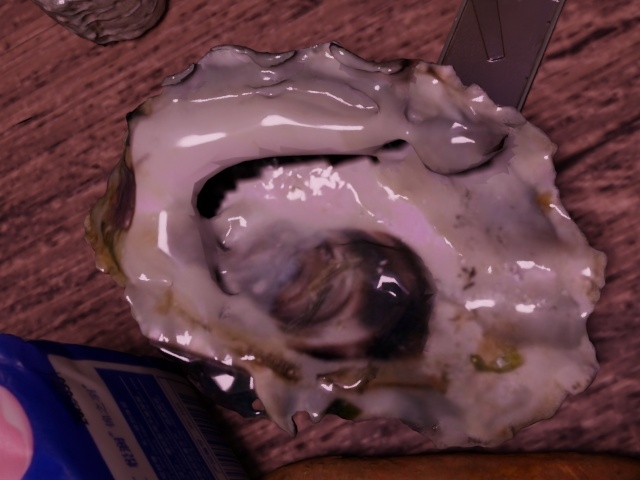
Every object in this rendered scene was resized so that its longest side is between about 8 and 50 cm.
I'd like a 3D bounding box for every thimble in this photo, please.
[{"bbox_3d":[-0.168,-0.201,0.592,0.102,0.090,0.115,-21,79,5],"label":"thimble"}]

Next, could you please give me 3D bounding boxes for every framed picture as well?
[{"bbox_3d":[0.118,-0.133,0.570,0.066,0.007,0.089,21,89,13],"label":"framed picture"}]

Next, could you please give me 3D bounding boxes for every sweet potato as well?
[{"bbox_3d":[0.103,0.165,0.516,0.315,0.066,0.072,-5,66,12],"label":"sweet potato"}]

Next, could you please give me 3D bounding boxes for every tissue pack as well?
[{"bbox_3d":[-0.107,0.195,0.460,0.137,0.209,0.269,-43,66,11],"label":"tissue pack"}]

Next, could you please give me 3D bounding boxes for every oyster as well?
[{"bbox_3d":[0.001,0.000,0.533,0.352,0.115,0.237,7,95,17],"label":"oyster"}]
